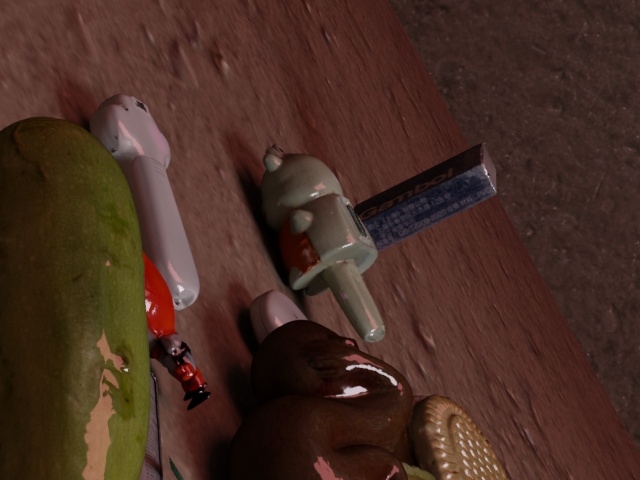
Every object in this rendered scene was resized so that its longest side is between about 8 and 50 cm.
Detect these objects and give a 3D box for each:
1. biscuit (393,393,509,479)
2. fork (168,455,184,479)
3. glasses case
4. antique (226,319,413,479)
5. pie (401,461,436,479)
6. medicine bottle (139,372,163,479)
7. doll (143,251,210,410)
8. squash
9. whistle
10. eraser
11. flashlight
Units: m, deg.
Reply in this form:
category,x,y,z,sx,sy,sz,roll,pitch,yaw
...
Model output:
category,x,y,z,sx,sy,sz,roll,pitch,yaw
biscuit,0.156,0.282,1.513,0.259,0.079,0.259,55,17,-26
fork,-0.077,0.207,0.951,0.235,0.021,0.039,68,2,-51
glasses case,-0.007,0.134,1.303,0.193,0.049,0.074,60,15,-11
antique,-0.008,0.163,1.140,0.143,0.121,0.257,45,28,-22
pie,0.103,0.343,1.256,0.302,0.067,0.302,51,24,-33
medicine bottle,-0.134,0.122,0.905,0.057,0.057,0.199,49,21,-39
doll,-0.135,0.048,1.020,0.169,0.057,0.109,50,2,-11
squash,-0.157,0.071,0.821,0.118,0.118,0.370,45,25,-47
whistle,0.002,-0.001,1.467,0.101,0.106,0.253,-8,60,-41
eraser,0.116,-0.045,1.694,0.046,0.212,0.092,59,17,-15
flashlight,-0.147,-0.030,1.149,0.093,0.047,0.200,32,36,-59
